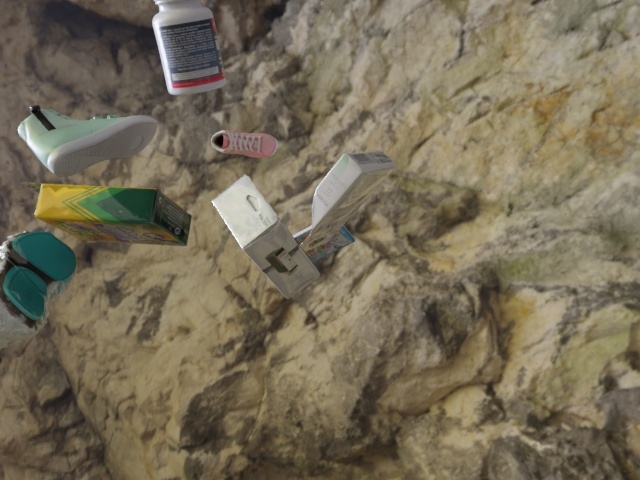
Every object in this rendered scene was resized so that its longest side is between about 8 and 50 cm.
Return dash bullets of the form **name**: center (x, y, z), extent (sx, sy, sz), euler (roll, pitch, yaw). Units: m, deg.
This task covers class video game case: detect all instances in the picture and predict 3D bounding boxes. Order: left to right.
- **video game case**: center (0.000, 0.000, 1.740), extent (0.119, 0.166, 0.015), euler (48, -156, -37)

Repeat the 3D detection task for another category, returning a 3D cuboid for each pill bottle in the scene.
- **pill bottle**: center (-0.235, -0.356, 1.062), extent (0.107, 0.180, 0.108), euler (-7, -157, 3)

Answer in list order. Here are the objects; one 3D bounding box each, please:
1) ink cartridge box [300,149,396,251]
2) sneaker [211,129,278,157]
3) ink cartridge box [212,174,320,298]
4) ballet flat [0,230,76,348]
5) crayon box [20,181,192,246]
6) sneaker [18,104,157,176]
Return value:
- **ink cartridge box**: center (0.031, -0.073, 1.151), extent (0.056, 0.225, 0.181), euler (48, -154, 10)
- **sneaker**: center (-0.157, -0.194, 1.214), extent (0.134, 0.051, 0.070), euler (10, -168, 17)
- **ink cartridge box**: center (-0.067, -0.002, 0.757), extent (0.056, 0.135, 0.099), euler (-36, -128, -2)
- **ballet flat**: center (-0.544, 0.086, 1.070), extent (0.146, 0.147, 0.409), euler (14, -170, -15)
- **crayon box**: center (-0.483, -0.056, 1.369), extent (0.322, 0.203, 0.083), euler (4, -104, 10)
- **sneaker**: center (-0.451, -0.224, 1.179), extent (0.151, 0.094, 0.256), euler (39, -140, 16)
